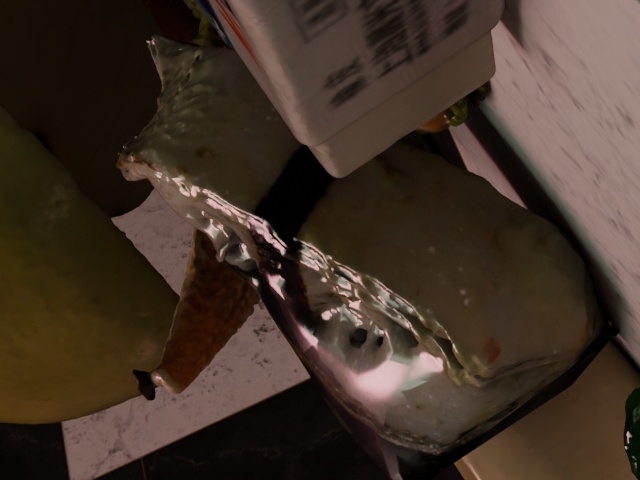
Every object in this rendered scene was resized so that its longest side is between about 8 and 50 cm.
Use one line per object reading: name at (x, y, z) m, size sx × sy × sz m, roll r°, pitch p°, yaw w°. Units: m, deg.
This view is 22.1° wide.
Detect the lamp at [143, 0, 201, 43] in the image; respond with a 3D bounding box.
lamp at (-0.130, -0.197, 1.317) m, size 0.180 × 0.180 × 0.258 m, roll 55°, pitch 179°, yaw 6°

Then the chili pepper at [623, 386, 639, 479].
chili pepper at (0.150, 0.103, 0.509) m, size 0.122 × 0.065 × 0.279 m, roll 45°, pitch -174°, yaw -29°

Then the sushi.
sushi at (0.006, -0.019, 0.764) m, size 0.273 × 0.134 × 0.109 m, roll 48°, pitch 175°, yaw 11°

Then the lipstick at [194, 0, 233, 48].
lipstick at (-0.079, -0.206, 0.839) m, size 0.290 × 0.076 × 0.077 m, roll 53°, pitch 172°, yaw -12°

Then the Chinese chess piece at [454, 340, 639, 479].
Chinese chess piece at (0.147, 0.139, 0.908) m, size 0.273 × 0.102 × 0.273 m, roll 55°, pitch 178°, yaw 3°

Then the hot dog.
hot dog at (0.043, -0.072, 0.693) m, size 0.056 × 0.041 × 0.133 m, roll 55°, pitch -173°, yaw 3°

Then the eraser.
eraser at (-0.015, -0.115, 0.443) m, size 0.124 × 0.081 × 0.279 m, roll 55°, pitch 180°, yaw 14°

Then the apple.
apple at (-0.209, -0.028, 1.040) m, size 0.258 × 0.233 × 0.295 m, roll 37°, pitch -147°, yaw -57°

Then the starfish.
starfish at (-0.059, -0.086, 0.975) m, size 0.398 × 0.132 × 0.384 m, roll 30°, pitch -134°, yaw -68°
